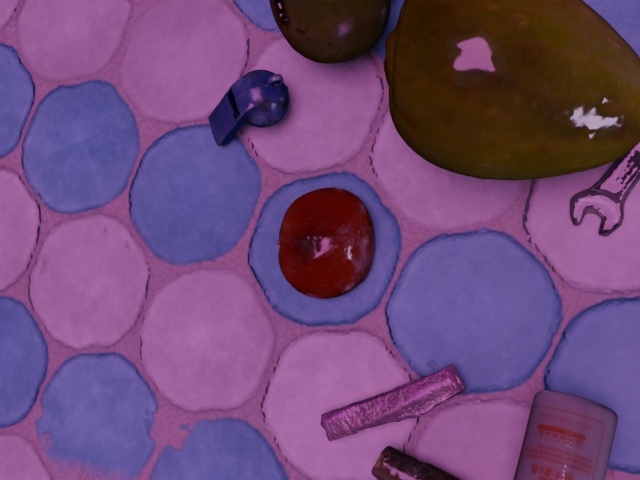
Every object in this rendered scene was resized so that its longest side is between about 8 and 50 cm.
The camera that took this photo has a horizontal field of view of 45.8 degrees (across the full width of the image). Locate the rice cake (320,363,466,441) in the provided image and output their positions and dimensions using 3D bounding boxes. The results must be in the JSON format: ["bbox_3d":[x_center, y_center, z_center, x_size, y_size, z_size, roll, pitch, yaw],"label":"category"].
[{"bbox_3d":[0.097,0.220,1.024,0.206,0.036,0.047,-23,88,15],"label":"rice cake"}]

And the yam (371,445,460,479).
[{"bbox_3d":[0.195,0.347,0.968,0.274,0.061,0.061,25,93,20],"label":"yam"}]

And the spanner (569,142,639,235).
[{"bbox_3d":[0.422,-0.136,0.957,0.071,0.017,0.302,37,98,18],"label":"spanner"}]

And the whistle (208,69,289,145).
[{"bbox_3d":[-0.096,-0.198,1.114,0.158,0.090,0.090,-38,70,53],"label":"whistle"}]

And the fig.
[{"bbox_3d":[0.235,-0.193,0.907,0.326,0.258,0.258,18,91,7],"label":"fig"}]

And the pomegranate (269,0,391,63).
[{"bbox_3d":[0.035,-0.334,1.030,0.210,0.179,0.179,-12,81,5],"label":"pomegranate"}]

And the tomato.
[{"bbox_3d":[0.000,0.000,1.048,0.138,0.091,0.159,8,85,18],"label":"tomato"}]

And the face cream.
[{"bbox_3d":[0.271,0.310,0.887,0.101,0.101,0.252,14,72,19],"label":"face cream"}]
